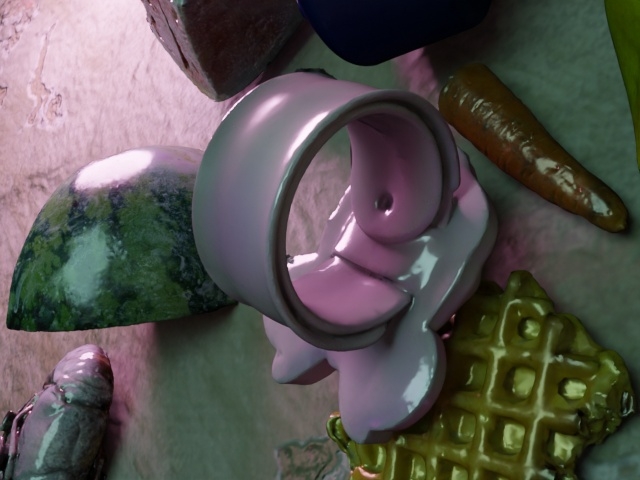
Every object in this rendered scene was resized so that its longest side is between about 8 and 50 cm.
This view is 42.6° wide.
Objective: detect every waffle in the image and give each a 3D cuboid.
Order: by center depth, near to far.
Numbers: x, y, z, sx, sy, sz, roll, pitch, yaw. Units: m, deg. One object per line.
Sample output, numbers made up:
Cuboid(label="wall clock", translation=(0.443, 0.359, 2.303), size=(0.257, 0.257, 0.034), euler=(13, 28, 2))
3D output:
Cuboid(label="waffle", translation=(0.122, 0.161, 0.632), size=(0.291, 0.051, 0.291), euler=(-21, 59, 39))

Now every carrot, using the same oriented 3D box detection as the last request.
Cuboid(label="carrot", translation=(0.180, -0.071, 0.684), size=(0.061, 0.061, 0.209), euler=(-50, 49, 15))

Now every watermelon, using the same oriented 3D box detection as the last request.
Cuboid(label="watermelon", translation=(-0.209, -0.004, 0.963), size=(0.176, 0.256, 0.260), euler=(104, 176, -85))
Cuboid(label="watermelon", translation=(-0.125, -0.318, 0.984), size=(0.261, 0.201, 0.213), euler=(-46, 54, 14))

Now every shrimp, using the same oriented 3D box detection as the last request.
Cuboid(label="shrimp", translation=(-0.339, 0.285, 0.978), size=(0.145, 0.116, 0.343), euler=(5, 68, 46))

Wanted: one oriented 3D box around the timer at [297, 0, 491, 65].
Cuboid(label="timer", translation=(0.173, -0.313, 0.693), size=(0.383, 0.270, 0.270), euler=(-6, 67, 26))

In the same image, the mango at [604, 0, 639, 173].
Cuboid(label="mango", translation=(0.290, -0.137, 0.537), size=(0.185, 0.149, 0.273), euler=(-17, 66, 30))

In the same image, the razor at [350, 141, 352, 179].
Cuboid(label="razor", translation=(0.068, -0.052, 0.778), size=(0.090, 0.054, 0.148), euler=(-7, 72, 39))

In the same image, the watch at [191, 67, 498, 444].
Cuboid(label="watch", translation=(0.000, 0.000, 0.631), size=(0.211, 0.217, 0.248), euler=(25, 86, 48))
